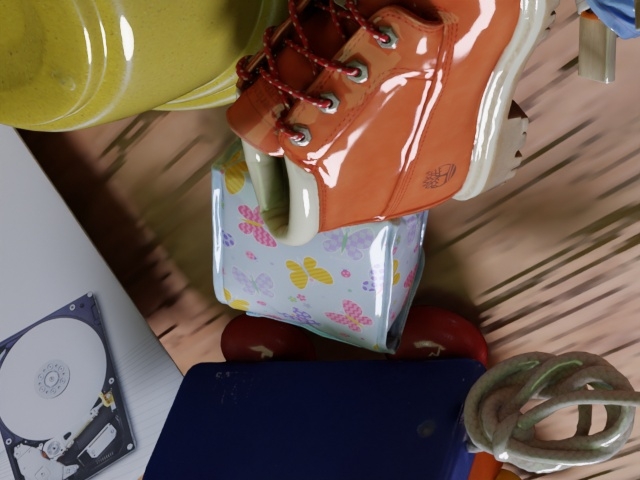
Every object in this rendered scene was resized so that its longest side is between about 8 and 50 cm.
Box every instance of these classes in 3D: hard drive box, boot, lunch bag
[{"bbox_3d":[-0.180,0.042,0.568,0.089,0.181,0.232,21,150,46],"label":"hard drive box"},{"bbox_3d":[0.015,-0.057,0.389,0.158,0.084,0.059,89,156,-50],"label":"boot"},{"bbox_3d":[0.000,0.000,0.512,0.071,0.053,0.083,16,134,15],"label":"lunch bag"}]

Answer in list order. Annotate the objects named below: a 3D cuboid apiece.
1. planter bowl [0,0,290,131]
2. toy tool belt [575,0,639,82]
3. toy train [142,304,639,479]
[{"bbox_3d":[-0.087,-0.098,0.418,0.217,0.090,0.217,19,144,14],"label":"planter bowl"},{"bbox_3d":[0.095,-0.070,0.349,0.052,0.051,0.083,8,166,-41],"label":"toy tool belt"},{"bbox_3d":[0.062,0.103,0.564,0.248,0.105,0.143,-5,143,39],"label":"toy train"}]
